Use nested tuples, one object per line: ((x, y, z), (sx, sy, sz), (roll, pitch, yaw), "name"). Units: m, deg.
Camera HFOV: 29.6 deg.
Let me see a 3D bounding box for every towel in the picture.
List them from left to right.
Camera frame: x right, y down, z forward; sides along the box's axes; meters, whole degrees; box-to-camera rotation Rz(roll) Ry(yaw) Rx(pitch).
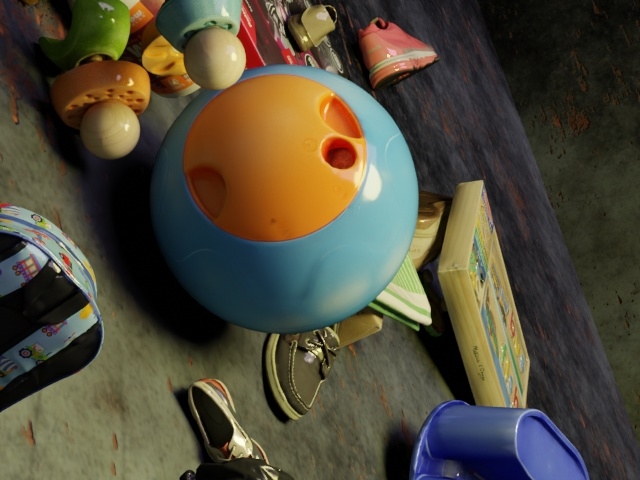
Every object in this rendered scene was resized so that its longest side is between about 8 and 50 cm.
((0.051, -0.048, 1.641), (0.248, 0.038, 0.325), (27, 42, -59), "towel")

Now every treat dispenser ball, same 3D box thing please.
((-0.038, -0.044, 1.296), (0.288, 0.288, 0.288), (51, 23, -33), "treat dispenser ball")

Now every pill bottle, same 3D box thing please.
((-0.210, -0.271, 1.380), (0.221, 0.121, 0.121), (44, 28, -45), "pill bottle")

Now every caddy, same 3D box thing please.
((0.240, 0.368, 1.691), (0.341, 0.179, 0.241), (46, 50, -42), "caddy")

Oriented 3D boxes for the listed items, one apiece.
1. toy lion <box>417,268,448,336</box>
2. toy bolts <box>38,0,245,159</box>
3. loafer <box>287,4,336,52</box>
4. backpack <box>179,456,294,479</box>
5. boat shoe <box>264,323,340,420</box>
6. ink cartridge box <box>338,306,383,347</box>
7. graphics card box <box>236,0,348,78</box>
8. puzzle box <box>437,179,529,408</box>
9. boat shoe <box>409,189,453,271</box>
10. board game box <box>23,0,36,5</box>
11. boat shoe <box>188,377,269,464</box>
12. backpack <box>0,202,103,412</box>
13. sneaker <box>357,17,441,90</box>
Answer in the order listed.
((0.185, 0.112, 2.070), (0.100, 0.034, 0.096), (59, 28, -14), "toy lion")
((-0.143, -0.183, 1.232), (0.218, 0.228, 0.158), (2, 62, -44), "toy bolts")
((-0.010, -0.320, 1.779), (0.056, 0.050, 0.148), (58, 21, -19), "loafer")
((-0.054, 0.301, 1.102), (0.152, 0.115, 0.182), (45, 30, -49), "backpack")
((-0.014, 0.126, 1.474), (0.080, 0.073, 0.223), (55, 21, -24), "boat shoe")
((0.000, 0.000, 1.643), (0.235, 0.088, 0.193), (56, 22, -21), "ink cartridge box")
((-0.084, -0.298, 1.782), (0.233, 0.094, 0.371), (62, 19, -7), "graphics card box")
((0.288, 0.137, 2.073), (0.272, 0.052, 0.409), (-71, 148, -54), "puzzle box")
((0.163, -0.020, 2.078), (0.341, 0.121, 0.110), (-31, 131, -71), "boat shoe")
((-0.337, -0.353, 1.268), (0.141, 0.048, 0.170), (40, 31, -45), "board game box")
((-0.093, 0.202, 1.215), (0.137, 0.049, 0.043), (64, 11, 10), "boat shoe")
((-0.238, 0.039, 0.858), (0.158, 0.173, 0.117), (53, 23, -28), "backpack")
((0.156, -0.400, 2.484), (0.136, 0.116, 0.314), (62, 20, -2), "sneaker")
